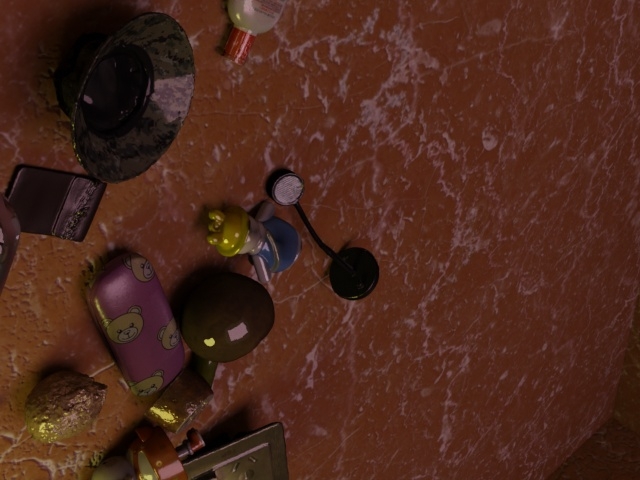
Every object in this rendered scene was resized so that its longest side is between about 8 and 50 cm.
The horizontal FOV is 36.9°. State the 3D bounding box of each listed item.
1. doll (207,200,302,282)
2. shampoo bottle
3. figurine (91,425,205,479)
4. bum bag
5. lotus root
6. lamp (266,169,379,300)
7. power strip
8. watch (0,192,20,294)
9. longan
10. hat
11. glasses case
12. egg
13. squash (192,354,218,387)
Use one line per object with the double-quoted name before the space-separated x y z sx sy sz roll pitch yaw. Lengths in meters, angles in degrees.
"doll" -0.118 -0.003 1.753 0.241 0.099 0.135 20 101 -51
"shampoo bottle" -0.097 -0.386 1.524 0.108 0.051 0.221 11 109 -53
"figurine" -0.342 0.444 1.809 0.271 0.143 0.143 -44 142 -19
"bum bag" -0.403 -0.054 1.446 0.159 0.026 0.109 8 111 -51
"lotus root" -0.264 0.301 1.792 0.122 0.081 0.112 -48 172 0
"lamp" -0.014 -0.017 1.913 0.130 0.108 0.371 -45 129 4
"power strip" -0.197 0.499 2.050 0.251 0.092 0.257 -24 135 -25
"watch" -0.532 -0.011 1.233 0.241 0.162 0.253 9 109 -44
"longan" -0.168 0.139 1.749 0.187 0.167 0.167 -2 118 -53
"hat" -0.300 -0.218 1.356 0.265 0.128 0.265 -47 152 -35
"glasses case" -0.315 0.151 1.660 0.123 0.076 0.316 -39 141 -26
"egg" -0.425 0.275 1.593 0.140 0.118 0.116 -40 125 -35
"squash" -0.233 0.271 1.872 0.052 0.052 0.183 -8 126 -46
